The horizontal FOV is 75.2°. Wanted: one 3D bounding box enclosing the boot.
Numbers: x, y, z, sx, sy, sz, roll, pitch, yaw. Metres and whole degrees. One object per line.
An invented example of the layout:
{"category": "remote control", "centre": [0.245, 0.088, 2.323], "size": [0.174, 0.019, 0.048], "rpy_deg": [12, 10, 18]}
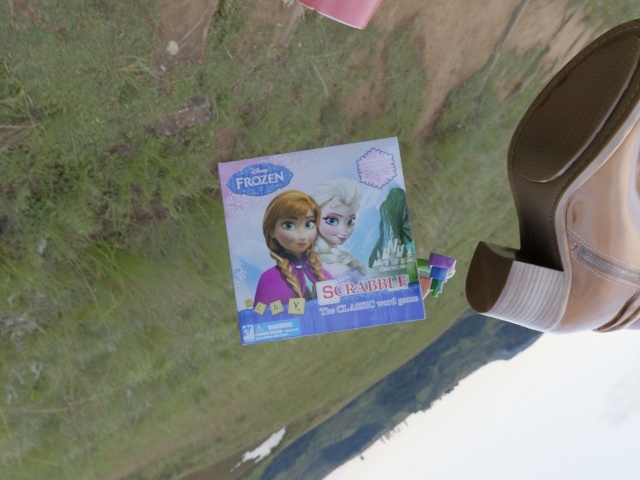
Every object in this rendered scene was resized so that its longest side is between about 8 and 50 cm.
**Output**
{"category": "boot", "centre": [0.287, -0.029, 0.391], "size": [0.220, 0.109, 0.284], "rpy_deg": [9, 108, -15]}

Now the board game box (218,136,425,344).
{"category": "board game box", "centre": [0.000, 0.000, 0.733], "size": [0.318, 0.318, 0.066], "rpy_deg": [-9, 177, 0]}

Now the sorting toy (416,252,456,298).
{"category": "sorting toy", "centre": [0.297, 0.128, 1.173], "size": [0.365, 0.126, 0.126], "rpy_deg": [76, 30, -79]}

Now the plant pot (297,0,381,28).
{"category": "plant pot", "centre": [0.066, -0.676, 1.006], "size": [0.274, 0.275, 0.243], "rpy_deg": [-15, 139, -45]}
